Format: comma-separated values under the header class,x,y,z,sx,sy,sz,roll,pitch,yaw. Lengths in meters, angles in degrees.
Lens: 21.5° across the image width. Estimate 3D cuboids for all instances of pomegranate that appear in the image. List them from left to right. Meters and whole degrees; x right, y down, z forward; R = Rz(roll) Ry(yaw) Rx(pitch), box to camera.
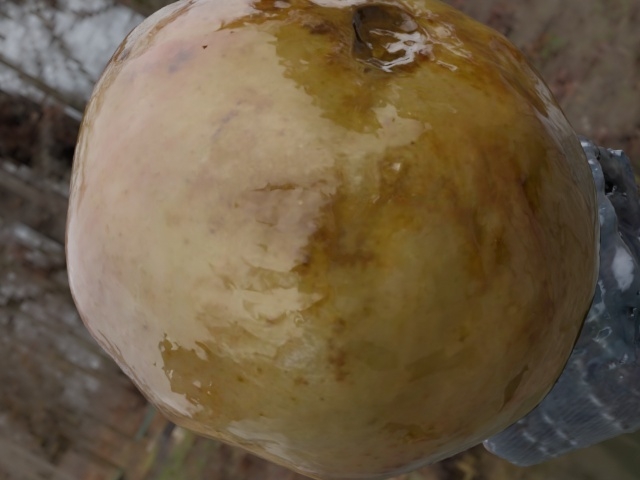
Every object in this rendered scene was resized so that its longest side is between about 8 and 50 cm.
class,x,y,z,sx,sy,sz,roll,pitch,yaw
pomegranate,0.000,0.000,1.063,0.338,0.338,0.338,-61,2,4

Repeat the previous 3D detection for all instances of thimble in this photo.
class,x,y,z,sx,sy,sz,roll,pitch,yaw
thimble,0.181,0.042,1.291,0.172,0.205,0.236,-24,59,16
